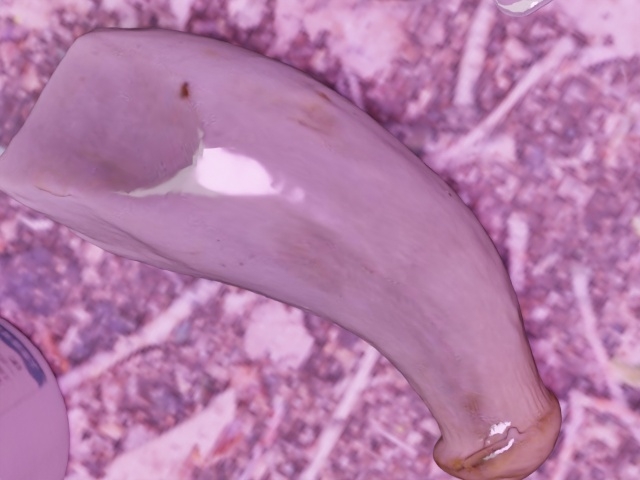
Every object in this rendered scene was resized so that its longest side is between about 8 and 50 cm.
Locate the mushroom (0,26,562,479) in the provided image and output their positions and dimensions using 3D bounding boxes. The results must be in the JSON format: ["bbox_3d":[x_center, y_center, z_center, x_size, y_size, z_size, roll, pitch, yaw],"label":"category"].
[{"bbox_3d":[0.000,0.000,0.858,0.270,0.103,0.118,32,107,0],"label":"mushroom"}]

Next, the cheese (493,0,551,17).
[{"bbox_3d":[0.030,-0.208,0.809,0.127,0.050,0.255,-33,91,15],"label":"cheese"}]

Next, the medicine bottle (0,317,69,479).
[{"bbox_3d":[-0.212,0.113,0.861,0.139,0.237,0.139,3,103,15],"label":"medicine bottle"}]
